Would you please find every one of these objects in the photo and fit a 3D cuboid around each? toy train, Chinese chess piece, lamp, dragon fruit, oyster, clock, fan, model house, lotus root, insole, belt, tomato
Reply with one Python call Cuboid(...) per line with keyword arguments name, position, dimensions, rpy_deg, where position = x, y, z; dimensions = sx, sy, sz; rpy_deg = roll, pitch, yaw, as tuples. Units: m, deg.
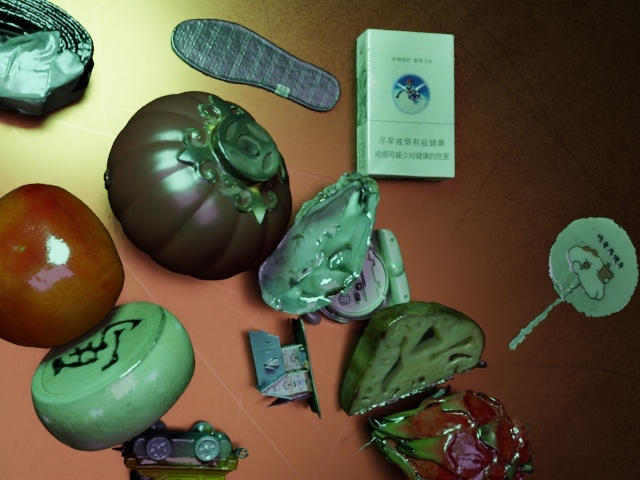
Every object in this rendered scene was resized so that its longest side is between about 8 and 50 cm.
Cuboid(name="toy train", position=(-0.226, 0.362, 1.478), dimensions=(0.219, 0.089, 0.127), rpy_deg=(5, 95, -14))
Cuboid(name="Chinese chess piece", position=(-0.312, 0.199, 1.384), dimensions=(0.250, 0.250, 0.101), rpy_deg=(-35, 118, -14))
Cuboid(name="lamp", position=(-0.184, -0.084, 1.427), dimensions=(0.303, 0.257, 0.303), rpy_deg=(27, 46, -32))
Cuboid(name="dragon fruit", position=(0.210, 0.360, 1.537), dimensions=(0.292, 0.234, 0.234), rpy_deg=(0, 85, 6))
Cuboid(name="oyster", position=(0.000, -0.001, 1.508), dimensions=(0.199, 0.087, 0.252), rpy_deg=(4, 74, -6))
Cuboid(name="clock", position=(0.051, 0.069, 1.580), dimensions=(0.190, 0.062, 0.152), rpy_deg=(-14, 89, -14))
Cuboid(name="fan", position=(0.465, 0.092, 1.708), dimensions=(0.329, 0.009, 0.191), rpy_deg=(-39, 96, -14))
Cuboid(name="model house", position=(-0.063, 0.215, 1.516), dimensions=(0.088, 0.117, 0.167), rpy_deg=(-11, 92, -11))
Cuboid(name="lotus root", position=(0.151, 0.187, 1.564), dimensions=(0.260, 0.074, 0.170), rpy_deg=(-15, 116, -12))
Cuboid(name="insole", position=(-0.109, -0.304, 1.595), dimensions=(0.309, 0.012, 0.110), rpy_deg=(23, 79, -11))
Cuboid(name="belt", position=(-0.496, -0.304, 1.421), dimensions=(0.289, 0.164, 0.184), rpy_deg=(17, 76, -15))
Cuboid(name="tomato", position=(-0.429, 0.039, 1.390), dimensions=(0.259, 0.180, 0.260), rpy_deg=(0, 68, -1))

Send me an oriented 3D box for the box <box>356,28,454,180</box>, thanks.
Cuboid(name="box", position=(0.150, -0.236, 1.624), dimensions=(0.164, 0.069, 0.257), rpy_deg=(1, 86, -14))
